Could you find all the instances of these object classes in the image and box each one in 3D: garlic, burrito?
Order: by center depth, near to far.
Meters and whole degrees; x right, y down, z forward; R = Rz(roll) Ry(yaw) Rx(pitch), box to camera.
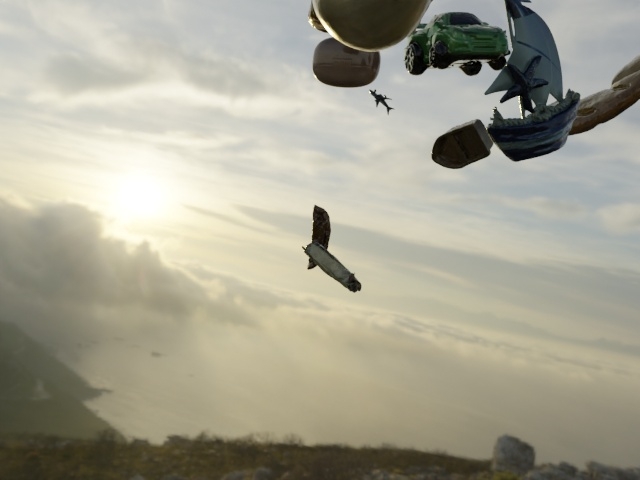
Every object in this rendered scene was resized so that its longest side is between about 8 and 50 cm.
[{"bbox_3d":[0.067,-0.511,1.269,0.313,0.249,0.286,12,-27,38],"label":"garlic"},{"bbox_3d":[0.025,0.059,1.579,0.185,0.045,0.041,42,-14,41],"label":"burrito"}]

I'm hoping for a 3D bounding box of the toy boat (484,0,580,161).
[{"bbox_3d":[0.336,-0.264,1.160,0.070,0.210,0.292,11,-37,56],"label":"toy boat"}]

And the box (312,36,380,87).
[{"bbox_3d":[0.074,-0.511,1.982,0.200,0.146,0.088,6,3,17],"label":"box"}]

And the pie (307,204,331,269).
[{"bbox_3d":[0.001,-0.001,1.956,0.033,0.191,0.088,1,11,-32],"label":"pie"}]

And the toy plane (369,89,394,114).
[{"bbox_3d":[0.158,-0.365,1.799,0.078,0.084,0.024,-36,-4,-46],"label":"toy plane"}]

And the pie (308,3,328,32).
[{"bbox_3d":[0.114,-0.800,2.493,0.339,0.083,0.339,6,4,0],"label":"pie"}]

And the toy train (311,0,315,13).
[{"bbox_3d":[0.123,-0.700,1.891,0.089,0.086,0.409,19,37,32],"label":"toy train"}]

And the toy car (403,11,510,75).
[{"bbox_3d":[0.362,-0.548,1.912,0.213,0.176,0.358,-4,9,-15],"label":"toy car"}]

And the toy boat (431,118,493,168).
[{"bbox_3d":[0.406,-0.275,2.007,0.188,0.116,0.061,-19,20,48],"label":"toy boat"}]

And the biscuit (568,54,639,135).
[{"bbox_3d":[0.693,-0.343,1.644,0.045,0.299,0.154,45,19,-20],"label":"biscuit"}]
